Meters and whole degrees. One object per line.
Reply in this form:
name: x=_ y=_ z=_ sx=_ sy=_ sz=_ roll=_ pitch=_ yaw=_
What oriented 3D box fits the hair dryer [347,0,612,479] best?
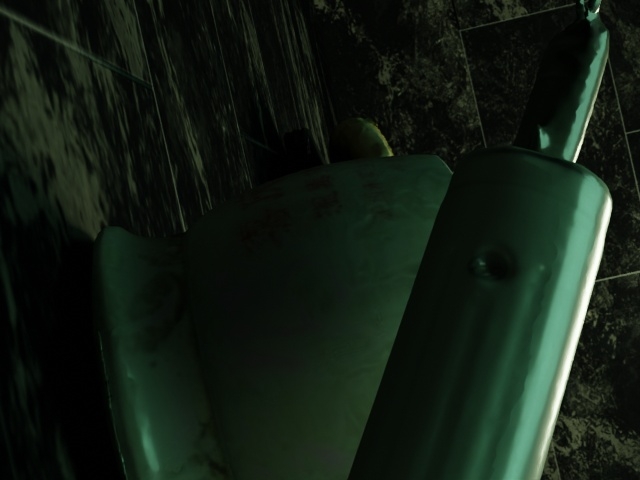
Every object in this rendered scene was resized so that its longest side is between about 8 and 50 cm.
hair dryer: x=0.035 y=0.077 z=0.333 sx=0.173 sy=0.108 sz=0.357 roll=70 pitch=38 yaw=-60

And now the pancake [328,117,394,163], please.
pancake: x=0.063 y=0.041 z=1.256 sx=0.356 sy=0.065 sz=0.356 roll=-9 pitch=90 yaw=-89

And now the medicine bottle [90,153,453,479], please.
medicine bottle: x=-0.006 y=0.048 z=0.463 sx=0.147 sy=0.143 sz=0.147 roll=167 pitch=-90 yaw=-89

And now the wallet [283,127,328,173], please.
wallet: x=0.000 y=0.000 z=1.330 sx=0.149 sy=0.044 sz=0.250 roll=60 pitch=19 yaw=-67
